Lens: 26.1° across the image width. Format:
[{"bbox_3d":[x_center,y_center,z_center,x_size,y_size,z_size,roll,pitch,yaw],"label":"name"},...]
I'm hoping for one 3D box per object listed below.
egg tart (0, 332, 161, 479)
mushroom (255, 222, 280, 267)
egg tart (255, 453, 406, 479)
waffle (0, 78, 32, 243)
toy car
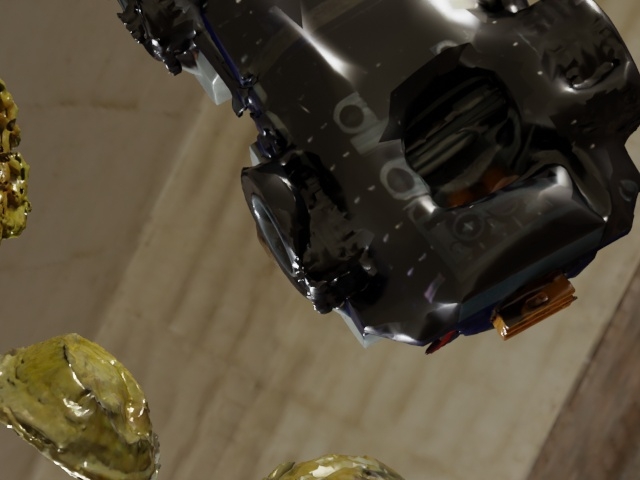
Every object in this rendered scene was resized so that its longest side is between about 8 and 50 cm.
[{"bbox_3d":[-0.259,0.176,1.515,0.098,0.232,0.252,-52,-22,10],"label":"egg tart"},{"bbox_3d":[0.000,0.002,1.432,0.170,0.135,0.080,-101,18,-61],"label":"mushroom"},{"bbox_3d":[0.043,0.325,1.374,0.132,0.297,0.297,-41,12,40],"label":"egg tart"},{"bbox_3d":[-0.362,-0.089,1.360,0.245,0.052,0.254,-62,-40,-61],"label":"waffle"},{"bbox_3d":[0.022,-0.085,0.669,0.193,0.301,0.118,-29,-20,-10],"label":"toy car"}]
